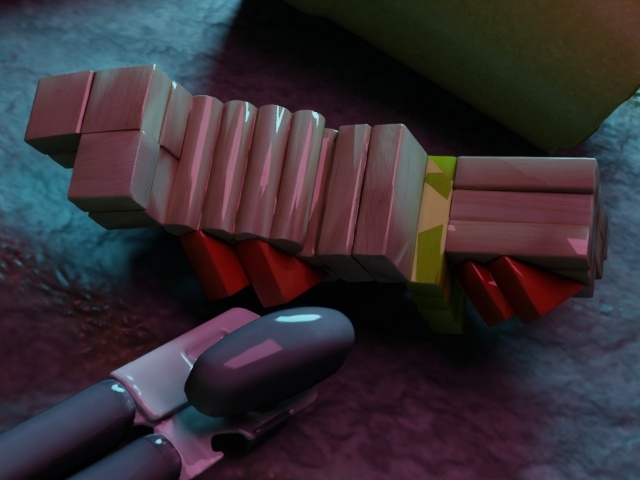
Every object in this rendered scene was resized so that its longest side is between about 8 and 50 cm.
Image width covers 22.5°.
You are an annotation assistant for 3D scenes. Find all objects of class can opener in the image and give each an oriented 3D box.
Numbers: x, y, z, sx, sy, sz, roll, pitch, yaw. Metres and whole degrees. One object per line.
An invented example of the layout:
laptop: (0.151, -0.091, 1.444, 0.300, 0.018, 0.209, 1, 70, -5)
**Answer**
can opener: (-0.104, 0.098, 0.816, 0.280, 0.093, 0.074, -29, 66, -38)

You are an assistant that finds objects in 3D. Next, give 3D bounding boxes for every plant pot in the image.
plant pot: (0.127, -0.205, 1.132, 0.254, 0.276, 0.276, 38, 41, -5)

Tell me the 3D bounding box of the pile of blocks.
pile of blocks: (0.000, 0.000, 0.955, 0.362, 0.149, 0.112, 12, 68, -5)
